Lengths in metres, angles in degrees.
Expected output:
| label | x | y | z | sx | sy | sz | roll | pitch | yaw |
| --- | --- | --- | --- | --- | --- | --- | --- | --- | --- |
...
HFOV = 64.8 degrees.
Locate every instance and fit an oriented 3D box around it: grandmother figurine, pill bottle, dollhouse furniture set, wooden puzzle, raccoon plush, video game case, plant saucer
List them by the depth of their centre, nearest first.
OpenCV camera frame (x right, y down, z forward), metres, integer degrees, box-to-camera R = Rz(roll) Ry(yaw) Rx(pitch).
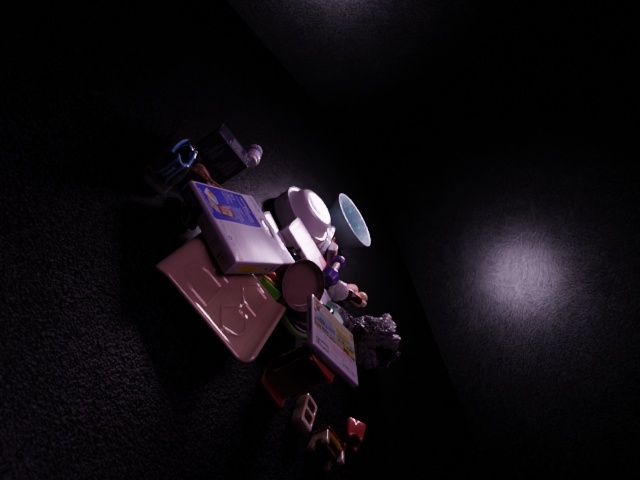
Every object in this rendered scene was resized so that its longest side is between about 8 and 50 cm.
| label | x | y | z | sx | sy | sz | roll | pitch | yaw |
| --- | --- | --- | --- | --- | --- | --- | --- | --- | --- |
| wooden puzzle | -0.277 | 0.151 | 1.417 | 0.348 | 0.080 | 0.322 | 48 | 23 | -6 |
| video game case | 0.034 | 0.299 | 1.511 | 0.227 | 0.026 | 0.206 | 48 | 21 | -28 |
| dollhouse furniture set | 0.006 | 0.482 | 1.526 | 0.374 | 0.201 | 0.152 | 57 | 19 | -12 |
| plant saucer | -0.060 | 0.144 | 1.633 | 0.168 | 0.029 | 0.169 | -1 | 92 | -38 |
| pill bottle | -0.290 | -0.360 | 2.161 | 0.067 | 0.067 | 0.120 | 52 | 21 | -25 |
| grandmother figurine | 0.106 | 0.227 | 2.212 | 0.342 | 0.207 | 0.104 | 38 | 66 | -73 |
| raccoon plush | 0.201 | 0.356 | 2.242 | 0.446 | 0.216 | 0.299 | 55 | 12 | -18 |

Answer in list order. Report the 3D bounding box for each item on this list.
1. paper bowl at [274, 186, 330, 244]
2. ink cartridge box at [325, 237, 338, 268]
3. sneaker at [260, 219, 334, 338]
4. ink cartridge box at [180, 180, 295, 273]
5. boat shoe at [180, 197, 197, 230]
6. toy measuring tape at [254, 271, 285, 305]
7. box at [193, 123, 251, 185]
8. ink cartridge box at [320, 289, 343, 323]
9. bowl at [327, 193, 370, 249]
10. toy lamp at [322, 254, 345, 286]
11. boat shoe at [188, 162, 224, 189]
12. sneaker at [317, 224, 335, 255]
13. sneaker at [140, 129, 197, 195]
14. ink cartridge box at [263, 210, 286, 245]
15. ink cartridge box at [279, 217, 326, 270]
| label | x | y | z | sx | sy | sz | roll | pitch | yaw |
| --- | --- | --- | --- | --- | --- | --- | --- | --- | --- |
| paper bowl | -0.064 | -0.113 | 2.250 | 0.284 | 0.148 | 0.284 | 45 | 26 | -29 |
| ink cartridge box | 0.060 | 0.082 | 2.364 | 0.179 | 0.045 | 0.146 | -53 | 152 | -67 |
| sneaker | -0.110 | 0.102 | 1.762 | 0.483 | 0.202 | 0.185 | 59 | 18 | -7 |
| ink cartridge box | -0.251 | -0.031 | 1.564 | 0.304 | 0.072 | 0.307 | 56 | 19 | 21 |
| boat shoe | -0.402 | -0.095 | 1.529 | 0.043 | 0.049 | 0.137 | 31 | 40 | -52 |
| toy measuring tape | -0.239 | 0.095 | 1.618 | 0.330 | 0.121 | 0.121 | 42 | 22 | -7 |
| box | -0.353 | -0.292 | 1.761 | 0.158 | 0.156 | 0.093 | 52 | 20 | -25 |
| ink cartridge box | -0.013 | 0.283 | 1.947 | 0.181 | 0.056 | 0.224 | 61 | 25 | 2 |
| bowl | 0.118 | -0.072 | 2.665 | 0.311 | 0.163 | 0.312 | 50 | 21 | -28 |
| toy lamp | 0.052 | 0.125 | 2.069 | 0.080 | 0.080 | 0.275 | 59 | 16 | -7 |
| boat shoe | -0.379 | -0.176 | 1.686 | 0.178 | 0.064 | 0.060 | 52 | 25 | -7 |
| sneaker | 0.000 | 0.000 | 2.403 | 0.091 | 0.094 | 0.258 | 26 | 32 | -4 |
| sneaker | -0.427 | -0.260 | 1.551 | 0.125 | 0.139 | 0.341 | 49 | 21 | -28 |
| ink cartridge box | -0.205 | -0.029 | 1.918 | 0.151 | 0.063 | 0.109 | 63 | 19 | 2 |
| ink cartridge box | -0.087 | 0.045 | 2.061 | 0.237 | 0.100 | 0.172 | 59 | 19 | -9 |
